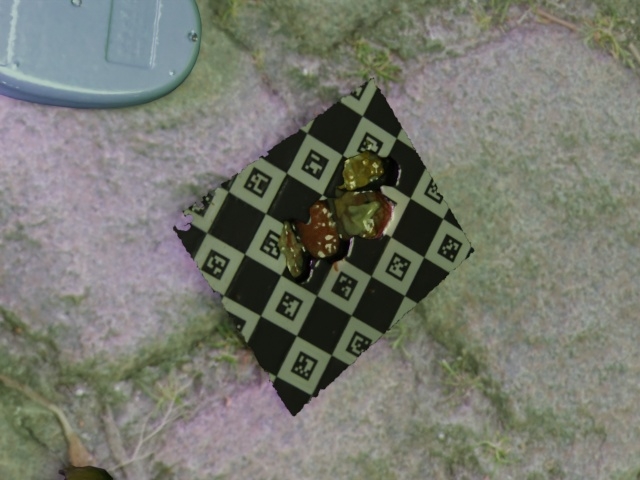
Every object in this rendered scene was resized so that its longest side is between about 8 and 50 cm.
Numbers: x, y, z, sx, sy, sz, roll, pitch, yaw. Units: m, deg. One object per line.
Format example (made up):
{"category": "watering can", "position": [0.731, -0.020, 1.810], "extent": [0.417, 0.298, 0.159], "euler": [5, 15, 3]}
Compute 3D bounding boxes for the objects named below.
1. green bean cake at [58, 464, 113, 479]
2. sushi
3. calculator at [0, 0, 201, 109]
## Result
{"category": "green bean cake", "position": [-0.208, 0.427, 1.453], "extent": [0.335, 0.218, 0.319], "euler": [37, 89, -18]}
{"category": "sushi", "position": [0.000, 0.000, 1.649], "extent": [0.290, 0.050, 0.264], "euler": [-39, 111, -18]}
{"category": "calculator", "position": [-0.274, -0.236, 1.586], "extent": [0.303, 0.042, 0.188], "euler": [7, 85, -20]}
